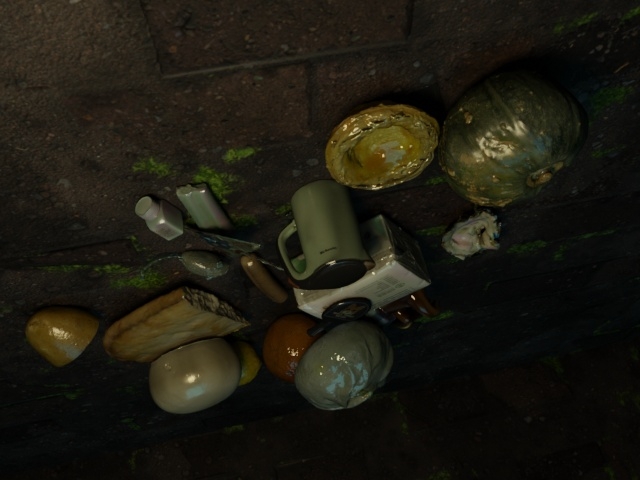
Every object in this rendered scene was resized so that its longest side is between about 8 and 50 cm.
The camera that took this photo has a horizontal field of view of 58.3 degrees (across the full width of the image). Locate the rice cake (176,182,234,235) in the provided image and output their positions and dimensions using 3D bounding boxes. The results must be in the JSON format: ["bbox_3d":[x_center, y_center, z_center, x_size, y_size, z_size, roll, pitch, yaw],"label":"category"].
[{"bbox_3d":[-0.288,-0.074,1.455,0.080,0.042,0.222,-12,149,5],"label":"rice cake"}]

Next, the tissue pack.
[{"bbox_3d":[0.116,0.100,1.753,0.356,0.194,0.266,-28,147,24],"label":"tissue pack"}]

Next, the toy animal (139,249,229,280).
[{"bbox_3d":[-0.376,0.065,1.606,0.253,0.079,0.070,3,124,-28],"label":"toy animal"}]

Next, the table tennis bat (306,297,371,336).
[{"bbox_3d":[0.050,0.230,1.731,0.236,0.027,0.150,-36,144,30],"label":"table tennis bat"}]

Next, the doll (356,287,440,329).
[{"bbox_3d":[0.250,0.201,2.002,0.318,0.209,0.340,37,128,-13],"label":"doll"}]

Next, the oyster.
[{"bbox_3d":[0.489,-0.020,1.823,0.198,0.092,0.259,-32,136,27],"label":"oyster"}]

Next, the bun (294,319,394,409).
[{"bbox_3d":[0.091,0.425,1.892,0.362,0.211,0.362,-30,151,-19],"label":"bun"}]

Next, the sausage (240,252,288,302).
[{"bbox_3d":[-0.176,0.121,1.796,0.065,0.066,0.301,-19,147,8],"label":"sausage"}]

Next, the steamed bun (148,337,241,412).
[{"bbox_3d":[-0.423,0.475,1.964,0.324,0.206,0.324,-19,165,-5],"label":"steamed bun"}]

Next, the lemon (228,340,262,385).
[{"bbox_3d":[-0.328,0.474,2.199,0.193,0.181,0.180,-38,142,26],"label":"lemon"}]

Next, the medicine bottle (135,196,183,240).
[{"bbox_3d":[-0.393,-0.059,1.403,0.055,0.074,0.118,-23,148,17],"label":"medicine bottle"}]

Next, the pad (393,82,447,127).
[{"bbox_3d":[0.236,-0.298,1.345,0.112,0.003,0.157,-21,149,12],"label":"pad"}]

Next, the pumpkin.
[{"bbox_3d":[0.414,-0.225,1.290,0.291,0.257,0.327,5,139,-50],"label":"pumpkin"}]

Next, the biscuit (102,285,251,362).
[{"bbox_3d":[-0.479,0.287,1.886,0.446,0.104,0.429,-28,156,19],"label":"biscuit"}]

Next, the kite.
[{"bbox_3d":[-0.227,0.025,1.536,0.314,0.011,0.335,24,165,-19],"label":"kite"}]

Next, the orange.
[{"bbox_3d":[-0.090,0.388,2.086,0.264,0.264,0.264,-10,149,-6],"label":"orange"}]

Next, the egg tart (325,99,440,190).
[{"bbox_3d":[0.138,-0.223,1.311,0.288,0.118,0.288,-10,148,-6],"label":"egg tart"}]

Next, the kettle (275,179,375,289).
[{"bbox_3d":[0.000,0.000,1.488,0.240,0.255,0.165,-19,151,8],"label":"kettle"}]

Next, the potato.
[{"bbox_3d":[-0.784,0.263,1.698,0.203,0.178,0.158,-5,142,36],"label":"potato"}]
